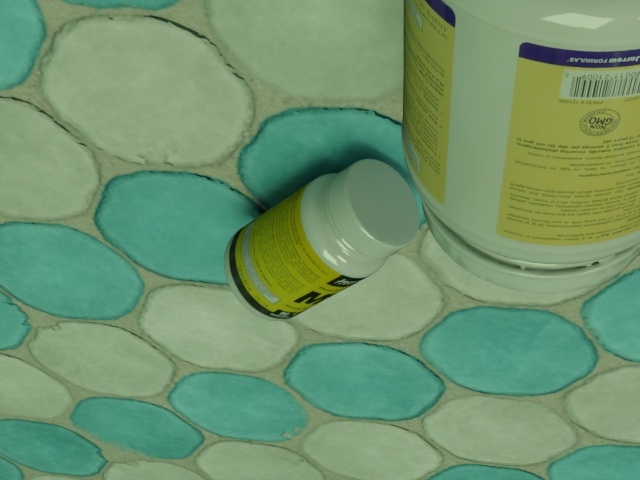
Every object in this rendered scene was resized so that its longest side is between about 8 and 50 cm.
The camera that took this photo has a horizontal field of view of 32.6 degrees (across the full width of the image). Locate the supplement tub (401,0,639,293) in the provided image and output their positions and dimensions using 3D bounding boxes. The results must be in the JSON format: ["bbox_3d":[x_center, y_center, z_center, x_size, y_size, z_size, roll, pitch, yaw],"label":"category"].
[{"bbox_3d":[0.180,-0.133,0.823,0.241,0.241,0.331,6,145,8],"label":"supplement tub"}]

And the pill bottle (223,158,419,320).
[{"bbox_3d":[0.000,0.000,1.166,0.119,0.119,0.208,30,141,-26],"label":"pill bottle"}]
